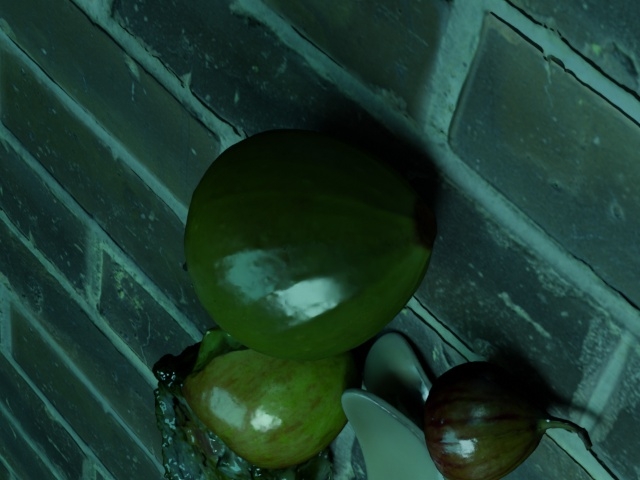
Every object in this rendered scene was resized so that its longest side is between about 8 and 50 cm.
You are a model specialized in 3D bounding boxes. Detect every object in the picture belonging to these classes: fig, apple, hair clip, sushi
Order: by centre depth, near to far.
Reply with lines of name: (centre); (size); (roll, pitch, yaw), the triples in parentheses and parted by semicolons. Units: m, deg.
fig: (0.211, 0.216, 1.666); (0.149, 0.148, 0.202); (43, 117, -16)
fig: (0.000, 0.000, 1.667); (0.316, 0.316, 0.316); (35, 140, 35)
hair clip: (0.113, 0.276, 1.869); (0.172, 0.113, 0.282); (-4, 113, 47)
apple: (-0.063, 0.195, 1.929); (0.246, 0.226, 0.246); (50, -176, -5)
sushi: (-0.121, 0.332, 2.183); (0.294, 0.178, 0.352); (32, 140, 36)

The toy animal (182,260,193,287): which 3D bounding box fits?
toy animal: (-0.118, 0.055, 2.013); (0.245, 0.114, 0.146); (-3, 112, 56)
